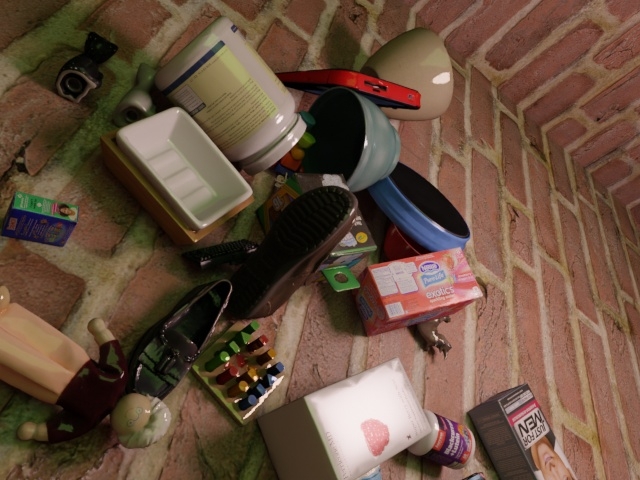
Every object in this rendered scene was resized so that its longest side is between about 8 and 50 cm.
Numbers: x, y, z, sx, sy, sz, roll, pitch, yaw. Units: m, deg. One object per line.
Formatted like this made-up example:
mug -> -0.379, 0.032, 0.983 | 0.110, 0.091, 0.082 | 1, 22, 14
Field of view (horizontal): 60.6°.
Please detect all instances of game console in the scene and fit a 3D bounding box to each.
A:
game console -> 0.088, -0.463, 1.708 | 0.386, 0.342, 0.060 | 2, 98, -43

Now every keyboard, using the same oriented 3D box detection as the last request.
keyboard -> -0.206, 0.028, 1.221 | 0.108, 0.023, 0.180 | 25, 27, 36

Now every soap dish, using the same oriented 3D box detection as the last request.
soap dish -> -0.315, -0.142, 1.219 | 0.291, 0.118, 0.229 | 49, 40, -3

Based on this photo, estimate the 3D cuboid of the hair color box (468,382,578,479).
hair color box -> 0.573, 0.604, 1.492 | 0.185, 0.113, 0.374 | -7, 67, -45

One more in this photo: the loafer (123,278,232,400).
loafer -> -0.265, 0.179, 1.047 | 0.109, 0.095, 0.302 | 43, 41, -12

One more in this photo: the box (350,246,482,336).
box -> 0.250, 0.134, 1.453 | 0.300, 0.142, 0.154 | -11, 68, -25

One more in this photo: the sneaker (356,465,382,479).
sneaker -> 0.082, 0.523, 1.141 | 0.162, 0.063, 0.073 | -9, 71, -45

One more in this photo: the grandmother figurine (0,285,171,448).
grandmother figurine -> -0.397, 0.227, 0.872 | 0.342, 0.104, 0.208 | 34, 80, -11

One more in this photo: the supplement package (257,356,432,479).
supplement package -> 0.054, 0.383, 1.130 | 0.293, 0.175, 0.177 | -9, 69, -45

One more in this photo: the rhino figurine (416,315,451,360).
rhino figurine -> 0.311, 0.224, 1.560 | 0.106, 0.073, 0.243 | 1, 64, -35

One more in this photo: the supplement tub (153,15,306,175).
supplement tub -> -0.211, -0.343, 1.335 | 0.325, 0.235, 0.235 | 48, 39, -23

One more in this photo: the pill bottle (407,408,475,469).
pill bottle -> 0.267, 0.470, 1.313 | 0.193, 0.108, 0.108 | 29, 46, -24

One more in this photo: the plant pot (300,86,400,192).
plant pot -> 0.100, -0.265, 1.547 | 0.196, 0.293, 0.293 | 5, 59, -37

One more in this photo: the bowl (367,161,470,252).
bowl -> 0.311, -0.111, 1.714 | 0.391, 0.077, 0.391 | 33, 26, -18

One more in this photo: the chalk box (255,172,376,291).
chalk box -> 0.000, 0.000, 1.361 | 0.180, 0.179, 0.289 | -6, 67, -45

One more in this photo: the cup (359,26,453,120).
cup -> 0.278, -0.567, 1.960 | 0.237, 0.331, 0.331 | -21, 75, -21

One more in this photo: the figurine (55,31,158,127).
figurine -> -0.473, -0.380, 1.280 | 0.215, 0.092, 0.209 | 29, 41, -26

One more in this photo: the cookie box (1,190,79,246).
cookie box -> -0.506, -0.037, 0.989 | 0.107, 0.092, 0.040 | 15, 50, -35

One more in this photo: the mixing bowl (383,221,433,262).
mixing bowl -> 0.254, 0.027, 1.616 | 0.181, 0.098, 0.181 | 31, 27, -18

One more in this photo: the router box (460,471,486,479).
router box -> 0.385, 0.645, 1.346 | 0.092, 0.038, 0.122 | -1, 62, -42

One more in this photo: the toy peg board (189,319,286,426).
toy peg board -> -0.148, 0.256, 1.112 | 0.160, 0.079, 0.161 | 49, 41, -2

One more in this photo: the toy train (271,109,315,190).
toy train -> -0.066, -0.231, 1.473 | 0.105, 0.143, 0.248 | 23, 40, -29

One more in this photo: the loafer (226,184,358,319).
loafer -> -0.057, 0.029, 1.205 | 0.134, 0.366, 0.130 | 50, 7, 30
